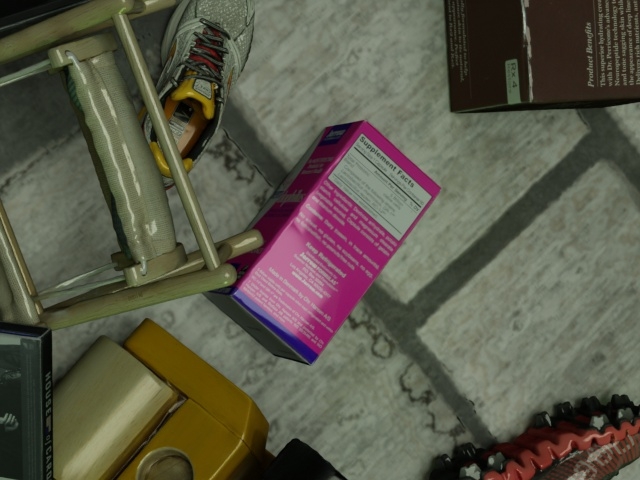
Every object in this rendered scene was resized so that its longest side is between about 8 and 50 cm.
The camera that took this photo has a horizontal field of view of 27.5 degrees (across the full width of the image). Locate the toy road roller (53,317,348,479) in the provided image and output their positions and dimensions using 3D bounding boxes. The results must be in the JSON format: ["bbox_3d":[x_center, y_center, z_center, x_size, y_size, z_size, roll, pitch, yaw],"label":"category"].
[{"bbox_3d":[-0.113,0.256,1.237,0.329,0.240,0.202,36,76,20],"label":"toy road roller"}]

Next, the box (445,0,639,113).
[{"bbox_3d":[0.256,-0.223,1.360,0.203,0.167,0.169,-4,93,-21],"label":"box"}]

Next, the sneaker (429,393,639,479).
[{"bbox_3d":[0.254,0.258,1.406,0.276,0.097,0.135,-20,98,-18],"label":"sneaker"}]

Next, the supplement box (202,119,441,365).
[{"bbox_3d":[0.000,0.000,1.294,0.114,0.111,0.220,42,76,-16],"label":"supplement box"}]

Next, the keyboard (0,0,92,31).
[{"bbox_3d":[-0.266,-0.224,1.157,0.317,0.201,0.033,-23,125,-23],"label":"keyboard"}]

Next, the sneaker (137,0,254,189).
[{"bbox_3d":[-0.113,-0.152,1.257,0.088,0.092,0.225,21,83,-20],"label":"sneaker"}]

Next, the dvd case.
[{"bbox_3d":[-0.344,0.145,1.118,0.238,0.029,0.179,7,109,11],"label":"dvd case"}]

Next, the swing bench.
[{"bbox_3d":[-0.217,-0.059,1.133,0.254,0.165,0.253,-18,99,10],"label":"swing bench"}]
